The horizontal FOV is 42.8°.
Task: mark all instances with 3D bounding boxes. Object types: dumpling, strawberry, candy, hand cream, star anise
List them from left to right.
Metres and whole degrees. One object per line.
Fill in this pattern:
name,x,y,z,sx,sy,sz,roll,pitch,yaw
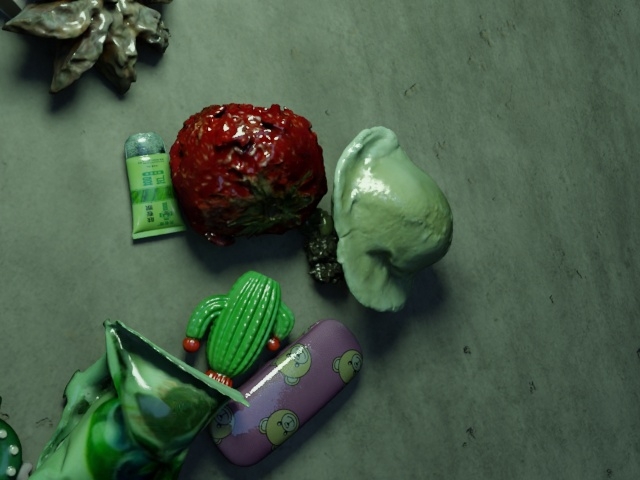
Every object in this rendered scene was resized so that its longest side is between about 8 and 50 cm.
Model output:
star anise,-0.354,-0.381,1.305,0.331,0.117,0.332,-18,116,-42
candy,-0.317,0.347,1.279,0.263,0.172,0.398,32,83,-22
hand cream,-0.288,-0.096,1.395,0.095,0.046,0.175,-10,91,-26
strawberry,-0.129,-0.133,1.386,0.274,0.274,0.220,-14,53,-24
dumpling,0.125,-0.040,1.439,0.212,0.270,0.320,-39,106,22

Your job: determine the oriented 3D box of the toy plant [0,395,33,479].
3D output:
toy plant,-0.558,0.329,1.199,0.243,0.112,0.233,-44,113,-36

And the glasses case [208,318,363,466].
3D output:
glasses case,-0.056,0.265,1.441,0.316,0.076,0.123,-38,100,-21

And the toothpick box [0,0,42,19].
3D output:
toothpick box,-0.461,-0.433,1.327,0.098,0.098,0.149,41,72,-14

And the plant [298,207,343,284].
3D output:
plant,0.000,0.000,1.495,0.087,0.085,0.174,-18,84,-22

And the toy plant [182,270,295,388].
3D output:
toy plant,-0.154,0.161,1.406,0.240,0.088,0.155,-41,104,-14
